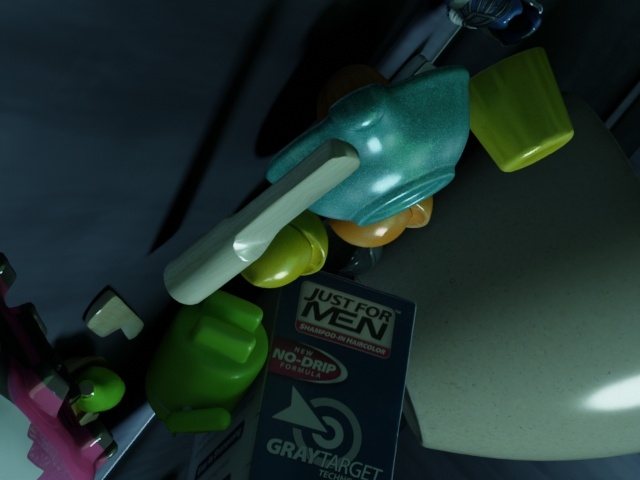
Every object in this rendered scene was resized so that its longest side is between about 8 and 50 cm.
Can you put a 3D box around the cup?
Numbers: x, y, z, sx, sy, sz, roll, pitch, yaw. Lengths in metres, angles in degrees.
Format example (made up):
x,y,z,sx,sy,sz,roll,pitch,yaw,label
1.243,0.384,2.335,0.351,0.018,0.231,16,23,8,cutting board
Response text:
x,y,z,sx,sy,sz,roll,pitch,yaw,label
0.168,0.063,1.642,0.237,0.331,0.331,-21,166,-5,cup

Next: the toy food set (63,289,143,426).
x,y,z,sx,sy,sz,roll,pitch,yaw,label
-0.163,0.119,1.072,0.192,0.038,0.132,-48,170,-4,toy food set

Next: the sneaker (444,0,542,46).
x,y,z,sx,sy,sz,roll,pitch,yaw,label
0.116,-0.150,1.211,0.052,0.058,0.135,-51,170,12,sneaker

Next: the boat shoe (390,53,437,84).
x,y,z,sx,sy,sz,roll,pitch,yaw,label
0.048,-0.078,1.251,0.100,0.035,0.035,-50,170,2,boat shoe

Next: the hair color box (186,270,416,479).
x,y,z,sx,sy,sz,roll,pitch,yaw,label
-0.032,0.209,1.252,0.174,0.105,0.347,132,-28,-57,hair color box

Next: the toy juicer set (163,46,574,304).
x,y,z,sx,sy,sz,roll,pitch,yaw,label
0.003,-0.044,1.108,0.209,0.089,0.329,-32,172,30,toy juicer set

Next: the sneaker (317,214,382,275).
x,y,z,sx,sy,sz,roll,pitch,yaw,label
0.002,0.002,1.322,0.089,0.051,0.170,-45,165,-20,sneaker

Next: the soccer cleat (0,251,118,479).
x,y,z,sx,sy,sz,roll,pitch,yaw,label
-0.173,0.060,0.671,0.143,0.116,0.331,-32,167,-3,soccer cleat

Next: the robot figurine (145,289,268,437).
x,y,z,sx,sy,sz,roll,pitch,yaw,label
-0.076,0.082,1.222,0.101,0.067,0.115,-78,-166,-44,robot figurine
